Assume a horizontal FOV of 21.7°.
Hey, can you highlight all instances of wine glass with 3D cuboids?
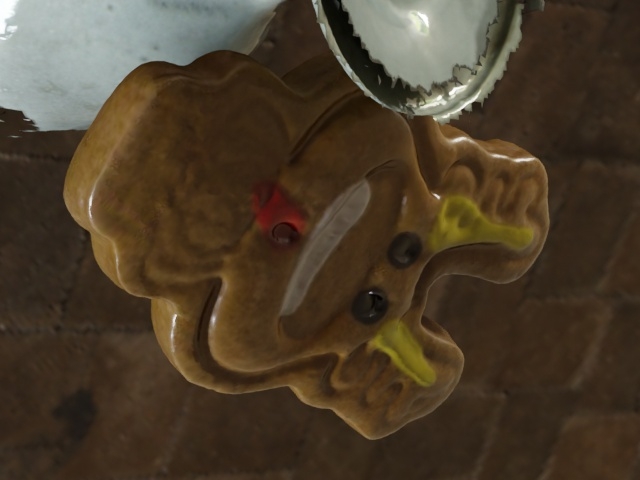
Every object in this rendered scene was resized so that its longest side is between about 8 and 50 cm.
[{"bbox_3d":[-0.080,-0.145,0.834,0.190,0.357,0.191,-1,91,-53],"label":"wine glass"}]

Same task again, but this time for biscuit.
[{"bbox_3d":[0.002,0.002,0.807,0.295,0.044,0.186,19,102,-46],"label":"biscuit"}]
